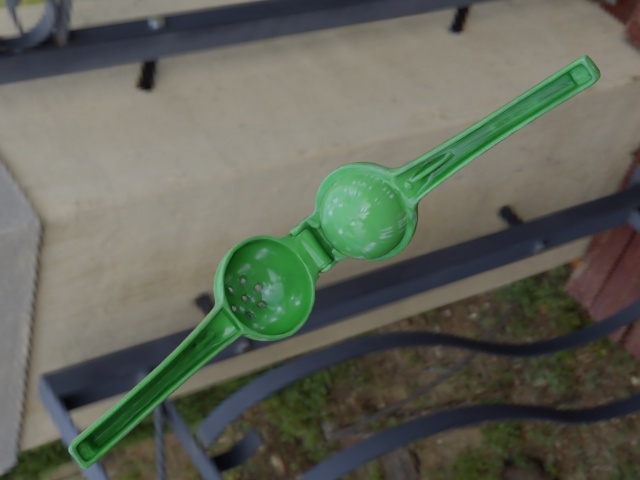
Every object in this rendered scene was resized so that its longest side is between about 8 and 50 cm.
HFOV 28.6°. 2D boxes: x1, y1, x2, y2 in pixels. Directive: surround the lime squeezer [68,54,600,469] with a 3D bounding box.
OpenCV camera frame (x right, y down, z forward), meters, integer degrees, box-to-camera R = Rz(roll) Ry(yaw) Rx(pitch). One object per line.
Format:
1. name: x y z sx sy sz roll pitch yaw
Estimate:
1. lime squeezer: 0.000 0.000 0.644 0.059 0.310 0.110 53 177 9
